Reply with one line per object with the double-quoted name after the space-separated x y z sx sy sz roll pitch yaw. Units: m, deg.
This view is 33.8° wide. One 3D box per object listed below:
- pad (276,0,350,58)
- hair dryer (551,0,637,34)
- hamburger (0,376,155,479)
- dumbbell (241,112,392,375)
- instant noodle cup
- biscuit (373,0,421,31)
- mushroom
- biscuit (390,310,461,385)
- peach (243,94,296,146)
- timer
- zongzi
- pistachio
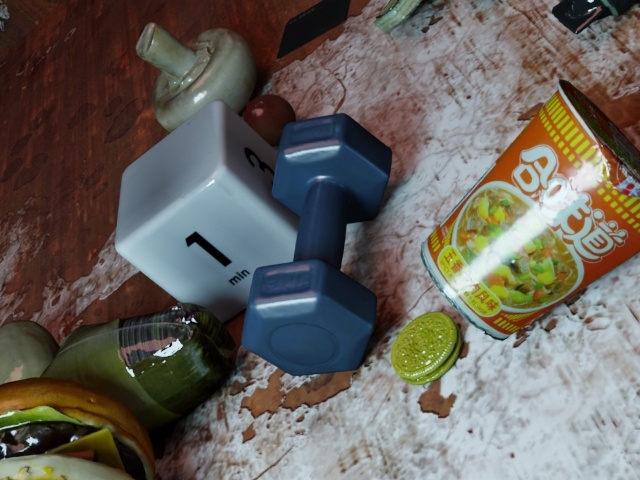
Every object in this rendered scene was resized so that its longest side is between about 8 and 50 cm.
-0.010 -0.382 1.835 0.157 0.003 0.112 -24 38 34 "pad"
0.389 -0.274 1.187 0.195 0.078 0.248 -42 37 12 "hair dryer"
-0.314 0.310 1.181 0.291 0.291 0.225 -37 35 16 "hamburger"
0.000 0.000 1.255 0.144 0.160 0.325 -35 32 39 "dumbbell"
0.215 -0.015 1.015 0.212 0.193 0.193 -43 31 21 "instant noodle cup"
0.159 -0.405 1.591 0.199 0.040 0.121 -53 11 -6 "biscuit"
-0.222 -0.287 1.786 0.207 0.215 0.207 -27 45 31 "mushroom"
0.113 0.114 1.122 0.084 0.023 0.084 -31 34 23 "biscuit"
-0.080 -0.188 1.637 0.083 0.083 0.083 -31 35 25 "peach"
-0.142 -0.037 1.429 0.194 0.195 0.192 -35 34 20 "timer"
-0.247 0.137 1.423 0.289 0.154 0.317 -30 29 13 "zongzi"
-0.449 0.198 1.595 0.206 0.131 0.129 45 118 57 "pistachio"
